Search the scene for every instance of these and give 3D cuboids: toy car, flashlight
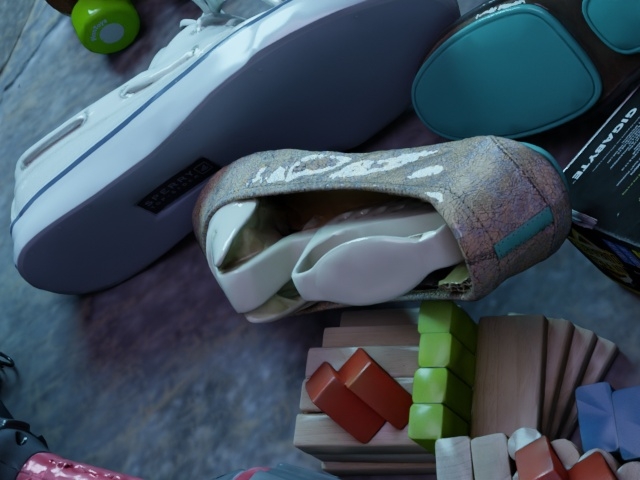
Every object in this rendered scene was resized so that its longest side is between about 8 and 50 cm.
[{"bbox_3d":[-0.197,-0.267,1.015,0.149,0.188,0.155,-36,56,9],"label":"toy car"},{"bbox_3d":[-0.129,0.168,0.828,0.304,0.103,0.103,10,100,26],"label":"flashlight"}]

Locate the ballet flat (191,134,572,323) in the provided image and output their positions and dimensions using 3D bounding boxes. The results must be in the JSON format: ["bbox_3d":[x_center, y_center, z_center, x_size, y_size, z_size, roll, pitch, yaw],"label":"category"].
[{"bbox_3d":[0.000,0.000,0.784,0.316,0.107,0.106,-12,25,48],"label":"ballet flat"}]

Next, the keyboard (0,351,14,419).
[{"bbox_3d":[-0.303,0.090,1.001,0.100,0.038,0.192,-48,56,1],"label":"keyboard"}]

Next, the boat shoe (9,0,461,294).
[{"bbox_3d":[-0.077,-0.112,0.929,0.367,0.136,0.156,-33,53,22],"label":"boat shoe"}]

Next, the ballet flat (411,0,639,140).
[{"bbox_3d":[0.172,-0.135,0.787,0.096,0.095,0.280,-41,11,-37],"label":"ballet flat"}]

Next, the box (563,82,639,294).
[{"bbox_3d":[0.278,-0.096,0.670,0.322,0.079,0.257,-49,16,0],"label":"box"}]

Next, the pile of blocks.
[{"bbox_3d":[0.129,0.110,0.720,0.362,0.112,0.149,23,80,33],"label":"pile of blocks"}]
